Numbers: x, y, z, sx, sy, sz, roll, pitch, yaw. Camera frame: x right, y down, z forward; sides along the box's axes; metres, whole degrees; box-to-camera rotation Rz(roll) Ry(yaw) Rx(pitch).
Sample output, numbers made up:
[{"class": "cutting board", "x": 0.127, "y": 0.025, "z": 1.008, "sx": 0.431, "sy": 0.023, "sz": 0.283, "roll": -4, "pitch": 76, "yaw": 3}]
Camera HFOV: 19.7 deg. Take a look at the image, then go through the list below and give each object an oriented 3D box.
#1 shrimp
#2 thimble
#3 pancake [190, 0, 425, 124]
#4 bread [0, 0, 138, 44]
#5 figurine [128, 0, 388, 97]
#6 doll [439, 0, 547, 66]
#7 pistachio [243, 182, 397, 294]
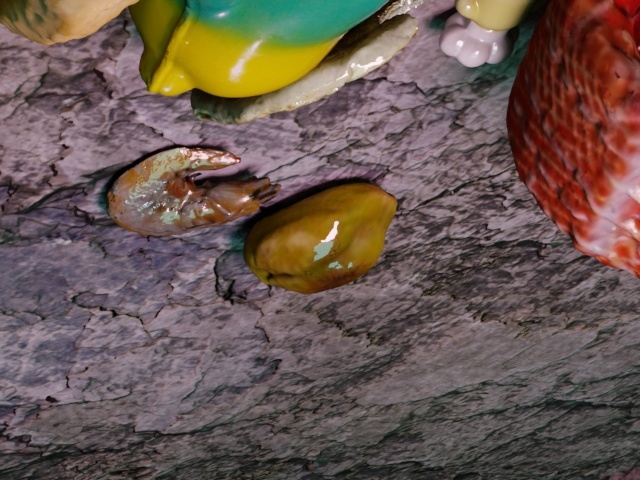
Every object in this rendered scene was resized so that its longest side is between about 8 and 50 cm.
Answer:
[{"class": "shrimp", "x": -0.136, "y": -0.051, "z": 1.969, "sx": 0.187, "sy": 0.051, "sz": 0.132, "roll": -11, "pitch": 153, "yaw": -7}, {"class": "thimble", "x": 0.355, "y": -0.141, "z": 1.794, "sx": 0.350, "sy": 0.350, "sz": 0.230, "roll": -6, "pitch": 151, "yaw": -21}, {"class": "pancake", "x": -0.009, "y": -0.177, "z": 1.663, "sx": 0.253, "sy": 0.253, "sz": 0.037, "roll": -23, "pitch": 113, "yaw": 9}, {"class": "bread", "x": -0.186, "y": -0.271, "z": 1.337, "sx": 0.134, "sy": 0.244, "sz": 0.244, "roll": -15, "pitch": 155, "yaw": -32}, {"class": "figurine", "x": -0.024, "y": -0.249, "z": 1.464, "sx": 0.323, "sy": 0.231, "sz": 0.340, "roll": -44, "pitch": 176, "yaw": -43}, {"class": "doll", "x": 0.173, "y": -0.231, "z": 1.807, "sx": 0.106, "sy": 0.062, "sz": 0.162, "roll": -6, "pitch": 149, "yaw": -24}, {"class": "pistachio", "x": 0.001, "y": -0.002, "z": 2.089, "sx": 0.189, "sy": 0.100, "sz": 0.110, "roll": -20, "pitch": 157, "yaw": 7}]
